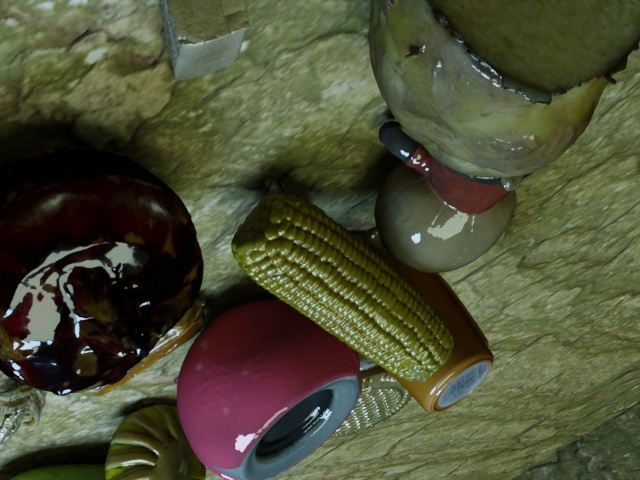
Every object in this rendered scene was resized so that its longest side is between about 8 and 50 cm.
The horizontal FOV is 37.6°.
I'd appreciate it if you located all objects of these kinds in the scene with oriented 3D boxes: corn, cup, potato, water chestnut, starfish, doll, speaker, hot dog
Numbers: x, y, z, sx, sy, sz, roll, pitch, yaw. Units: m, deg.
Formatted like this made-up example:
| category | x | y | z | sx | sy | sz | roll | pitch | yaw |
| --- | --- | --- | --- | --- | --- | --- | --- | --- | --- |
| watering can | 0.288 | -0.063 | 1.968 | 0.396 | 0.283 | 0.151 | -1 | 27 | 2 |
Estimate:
| category | x | y | z | sx | sy | sz | roll | pitch | yaw |
| --- | --- | --- | --- | --- | --- | --- | --- | --- | --- |
| corn | 0.037 | 0.068 | 1.252 | 0.131 | 0.131 | 0.344 | -39 | 118 | 23 |
| cup | 0.150 | 0.125 | 1.461 | 0.226 | 0.264 | 0.182 | -10 | 139 | -43 |
| potato | 0.157 | -0.200 | 0.996 | 0.301 | 0.288 | 0.237 | -23 | 170 | -34 |
| water chestnut | -0.259 | 0.047 | 1.038 | 0.300 | 0.300 | 0.300 | -17 | 148 | -11 |
| starfish | -0.447 | 0.248 | 1.375 | 0.138 | 0.050 | 0.247 | -45 | 163 | -39 |
| doll | 0.191 | -0.080 | 1.239 | 0.235 | 0.174 | 0.330 | -6 | 145 | -23 |
| speaker | -0.078 | 0.224 | 1.427 | 0.294 | 0.294 | 0.294 | -17 | 148 | -11 |
| hot dog | -0.265 | 0.155 | 1.396 | 0.236 | 0.062 | 0.092 | -33 | 164 | 4 |

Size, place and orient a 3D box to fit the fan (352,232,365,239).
| category | x | y | z | sx | sy | sz | roll | pitch | yaw |
| --- | --- | --- | --- | --- | --- | --- | --- | --- | --- |
| fan | 0.000 | 0.000 | 1.385 | 0.193 | 0.016 | 0.038 | 3 | 142 | -38 |

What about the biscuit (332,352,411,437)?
| category | x | y | z | sx | sy | sz | roll | pitch | yaw |
| --- | --- | --- | --- | --- | --- | --- | --- | --- | --- |
| biscuit | 0.067 | 0.296 | 1.815 | 0.259 | 0.079 | 0.259 | -18 | 148 | -12 |

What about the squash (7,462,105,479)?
| category | x | y | z | sx | sy | sz | roll | pitch | yaw |
| --- | --- | --- | --- | --- | --- | --- | --- | --- | --- |
| squash | -0.417 | 0.495 | 1.659 | 0.234 | 0.210 | 0.309 | -25 | 159 | 36 |

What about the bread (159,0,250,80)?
| category | x | y | z | sx | sy | sz | roll | pitch | yaw |
| --- | --- | --- | --- | --- | --- | --- | --- | --- | --- |
| bread | -0.124 | -0.232 | 0.945 | 0.077 | 0.105 | 0.152 | -16 | 180 | -14 |

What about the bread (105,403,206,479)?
| category | x | y | z | sx | sy | sz | roll | pitch | yaw |
| --- | --- | --- | --- | --- | --- | --- | --- | --- | --- |
| bread | -0.272 | 0.385 | 1.600 | 0.105 | 0.213 | 0.213 | -11 | 164 | 43 |

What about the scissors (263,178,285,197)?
| category | x | y | z | sx | sy | sz | roll | pitch | yaw |
| --- | --- | --- | --- | --- | --- | --- | --- | --- | --- |
| scissors | -0.047 | -0.011 | 1.303 | 0.101 | 0.027 | 0.204 | -27 | 142 | -12 |
